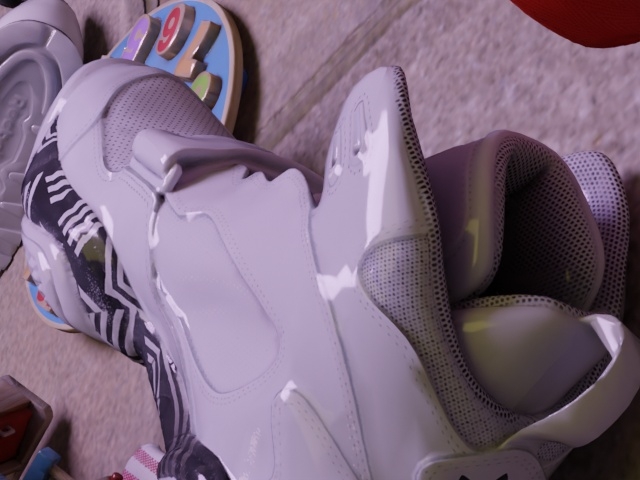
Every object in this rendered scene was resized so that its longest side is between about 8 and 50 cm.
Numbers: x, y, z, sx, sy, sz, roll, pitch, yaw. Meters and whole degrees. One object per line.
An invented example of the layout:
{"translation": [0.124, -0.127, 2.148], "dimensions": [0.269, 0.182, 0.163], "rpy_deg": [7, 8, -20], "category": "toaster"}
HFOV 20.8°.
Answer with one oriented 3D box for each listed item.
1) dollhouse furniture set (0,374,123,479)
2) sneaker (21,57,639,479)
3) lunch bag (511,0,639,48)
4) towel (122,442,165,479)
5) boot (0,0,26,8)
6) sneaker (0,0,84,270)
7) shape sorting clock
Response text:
{"translation": [-0.161, 0.128, 0.885], "dimensions": [0.129, 0.183, 0.129], "rpy_deg": [35, 107, 13], "category": "dollhouse furniture set"}
{"translation": [0.000, 0.000, 0.705], "dimensions": [0.210, 0.137, 0.366], "rpy_deg": [-51, 41, 25], "category": "sneaker"}
{"translation": [0.062, -0.177, 0.561], "dimensions": [0.120, 0.293, 0.258], "rpy_deg": [-39, 46, 41], "category": "lunch bag"}
{"translation": [-0.095, 0.207, 0.821], "dimensions": [0.144, 0.029, 0.197], "rpy_deg": [30, 97, 57], "category": "towel"}
{"translation": [-0.184, -0.226, 1.186], "dimensions": [0.161, 0.083, 0.246], "rpy_deg": [-67, 25, 15], "category": "boot"}
{"translation": [-0.222, -0.053, 1.134], "dimensions": [0.235, 0.090, 0.095], "rpy_deg": [-53, 22, 18], "category": "sneaker"}
{"translation": [-0.111, -0.046, 0.985], "dimensions": [0.206, 0.040, 0.206], "rpy_deg": [-33, 46, 43], "category": "shape sorting clock"}
